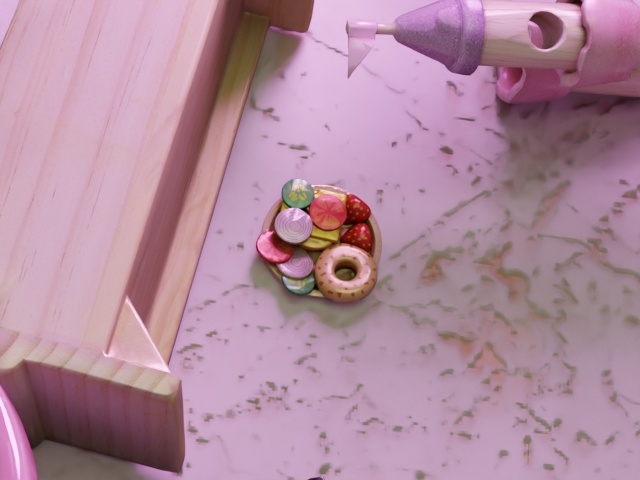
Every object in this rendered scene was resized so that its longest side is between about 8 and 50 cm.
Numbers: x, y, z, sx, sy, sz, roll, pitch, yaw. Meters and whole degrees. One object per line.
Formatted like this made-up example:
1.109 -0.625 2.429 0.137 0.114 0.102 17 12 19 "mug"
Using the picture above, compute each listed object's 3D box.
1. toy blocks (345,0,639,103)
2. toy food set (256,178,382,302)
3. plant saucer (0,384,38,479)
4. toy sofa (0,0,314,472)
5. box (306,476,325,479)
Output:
0.154 -0.234 1.113 0.260 0.309 0.288 4 91 -14 "toy blocks"
0.000 0.000 1.190 0.083 0.020 0.083 12 67 -3 "toy food set"
-0.288 0.178 0.899 0.332 0.084 0.332 -8 56 12 "plant saucer"
-0.124 -0.055 1.125 0.177 0.150 0.362 14 66 3 "toy sofa"
-0.037 0.230 1.067 0.162 0.029 0.116 -31 94 -19 "box"
